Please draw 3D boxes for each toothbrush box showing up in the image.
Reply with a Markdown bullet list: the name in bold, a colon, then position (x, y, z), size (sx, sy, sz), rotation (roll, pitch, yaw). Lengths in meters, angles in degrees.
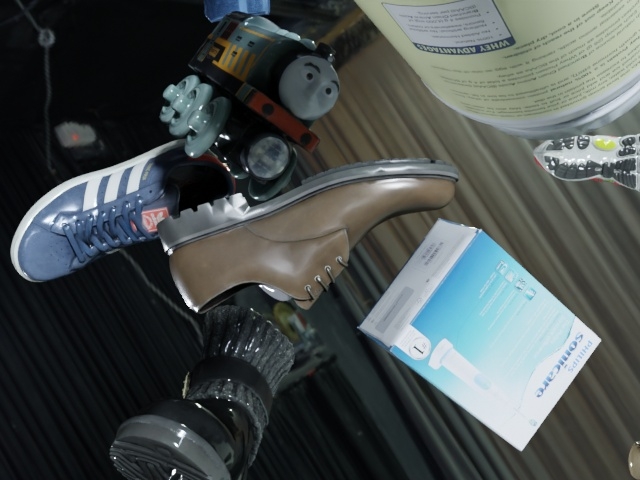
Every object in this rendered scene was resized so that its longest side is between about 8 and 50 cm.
- **toothbrush box**: position (0.243, 0.142, 1.095), size (0.216, 0.296, 0.126), rotation (-54, 21, -4)

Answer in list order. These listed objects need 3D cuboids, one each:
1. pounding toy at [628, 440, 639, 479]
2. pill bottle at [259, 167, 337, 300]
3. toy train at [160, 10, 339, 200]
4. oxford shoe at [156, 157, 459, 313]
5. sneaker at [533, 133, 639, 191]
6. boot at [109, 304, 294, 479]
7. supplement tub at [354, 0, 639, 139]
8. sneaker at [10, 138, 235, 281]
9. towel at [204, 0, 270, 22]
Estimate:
- **pounding toy**: position (0.639, 0.309, 1.168), size (0.270, 0.154, 0.155), rotation (-7, 20, 12)
- **pill bottle**: position (-0.023, -0.019, 1.508), size (0.283, 0.160, 0.160), rotation (-42, 0, -23)
- **toy train**: position (-0.089, -0.179, 0.890), size (0.190, 0.142, 0.334), rotation (-54, 29, 5)
- **oxford shoe**: position (0.000, 0.000, 0.544), size (0.227, 0.096, 0.083), rotation (-18, -8, 3)
- **sneaker**: position (0.535, -0.153, 1.344), size (0.279, 0.107, 0.118), rotation (9, 8, -3)
- **boot**: position (-0.127, 0.187, 0.882), size (0.348, 0.131, 0.260), rotation (93, -166, -61)
- **supplement tub**: position (0.143, -0.225, 0.536), size (0.235, 0.235, 0.325), rotation (-33, -29, 18)
- **sneaker**: position (-0.281, -0.039, 1.076), size (0.350, 0.148, 0.131), rotation (-36, -47, -24)
- **towel**: position (-0.151, -0.438, 1.312), size (0.120, 0.029, 0.067), rotation (-12, -52, -15)
